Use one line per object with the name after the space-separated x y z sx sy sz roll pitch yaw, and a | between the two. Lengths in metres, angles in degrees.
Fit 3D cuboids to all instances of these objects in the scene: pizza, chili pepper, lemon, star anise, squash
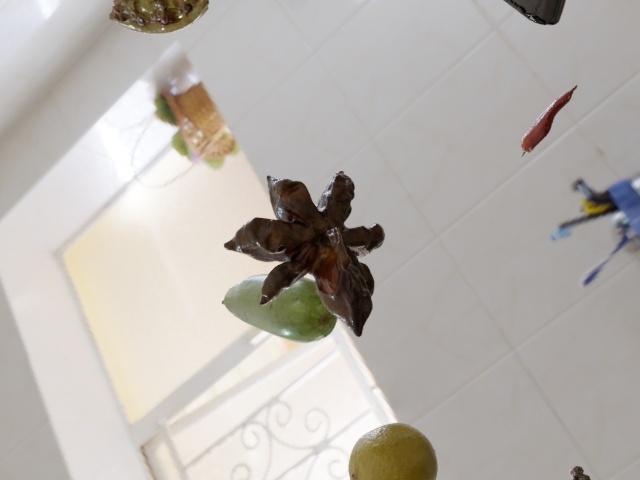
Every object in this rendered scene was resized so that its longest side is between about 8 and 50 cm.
-0.251 -0.361 1.318 0.134 0.175 0.046 61 -147 -28 | pizza
0.446 -0.237 1.781 0.027 0.178 0.045 28 -150 -18 | chili pepper
0.153 0.464 1.847 0.203 0.178 0.178 -12 -125 -26 | lemon
0.002 0.000 1.064 0.212 0.111 0.196 35 -139 14 | star anise
-0.087 0.115 1.668 0.118 0.118 0.371 39 165 -27 | squash

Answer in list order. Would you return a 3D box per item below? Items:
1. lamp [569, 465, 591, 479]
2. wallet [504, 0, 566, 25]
0.494 0.461 1.683 0.063 0.031 0.083 118 131 -68 | lamp
0.234 -0.403 0.932 0.045 0.318 0.172 -15 -132 -29 | wallet
